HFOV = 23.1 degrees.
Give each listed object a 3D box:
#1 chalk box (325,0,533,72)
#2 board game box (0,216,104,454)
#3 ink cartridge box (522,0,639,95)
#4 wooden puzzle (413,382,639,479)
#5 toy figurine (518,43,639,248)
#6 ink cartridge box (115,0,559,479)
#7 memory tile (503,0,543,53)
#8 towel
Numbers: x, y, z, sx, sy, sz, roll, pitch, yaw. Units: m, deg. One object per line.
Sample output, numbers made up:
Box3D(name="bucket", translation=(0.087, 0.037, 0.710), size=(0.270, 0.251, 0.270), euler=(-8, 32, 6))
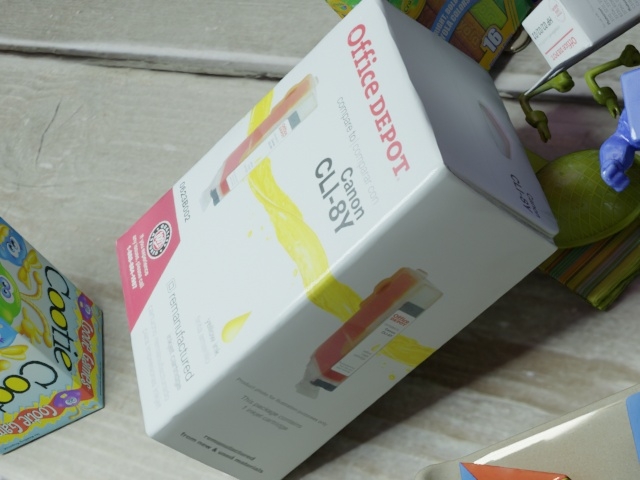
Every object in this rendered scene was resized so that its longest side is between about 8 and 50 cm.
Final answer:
Box3D(name="chalk box", translation=(0.095, -0.270, 1.632), size=(0.132, 0.213, 0.132), euler=(25, 78, 50))
Box3D(name="board game box", translation=(-0.363, 0.080, 1.645), size=(0.144, 0.275, 0.142), euler=(-26, 44, 17))
Box3D(name="ink cartridge box", translation=(0.249, -0.208, 1.385), size=(0.181, 0.061, 0.104), euler=(-33, -3, -12))
Box3D(name="wooden puzzle", translation=(0.234, 0.244, 1.202), size=(0.348, 0.080, 0.322), euler=(-23, 44, 20))
Box3D(name="toy figurine", translation=(0.294, -0.126, 1.312), size=(0.362, 0.217, 0.191), euler=(-15, 73, 26))
Box3D(name="ink cartridge box", translation=(0.000, 0.000, 1.461), size=(0.385, 0.160, 0.279), euler=(-42, 38, 22))
Box3D(name="memory tile", translation=(0.247, -0.264, 1.676), size=(0.148, 0.012, 0.113), euler=(-26, 44, 17))
Box3D(name="towel", translation=(0.220, -0.019, 1.486), size=(0.102, 0.021, 0.237), euler=(-42, 40, -9))
